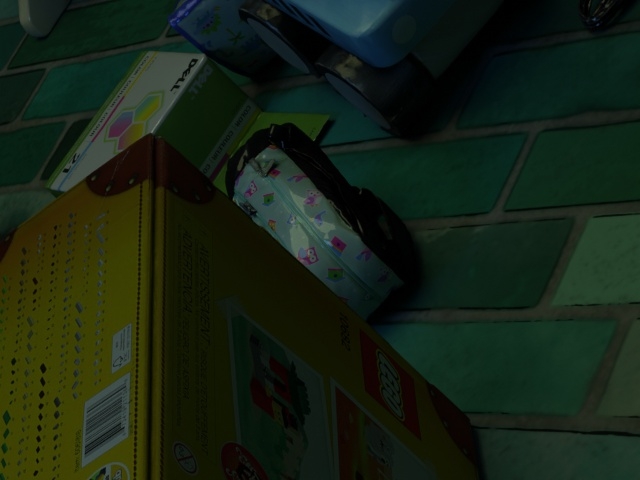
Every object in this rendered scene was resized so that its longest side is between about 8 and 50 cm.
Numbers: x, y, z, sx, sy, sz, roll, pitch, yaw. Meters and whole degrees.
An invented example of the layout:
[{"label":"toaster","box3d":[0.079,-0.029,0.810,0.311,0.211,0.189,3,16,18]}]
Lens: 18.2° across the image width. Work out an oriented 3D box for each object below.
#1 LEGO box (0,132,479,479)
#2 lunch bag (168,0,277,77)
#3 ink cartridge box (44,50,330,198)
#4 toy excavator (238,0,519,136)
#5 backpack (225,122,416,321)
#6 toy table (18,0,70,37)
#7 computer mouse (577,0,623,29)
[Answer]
[{"label":"LEGO box","box3d":[-0.055,0.231,1.276,0.193,0.372,0.500,-33,33,21]},{"label":"lunch bag","box3d":[-0.077,-0.247,2.045,0.129,0.151,0.096,-40,73,14]},{"label":"ink cartridge box","box3d":[-0.134,-0.089,1.998,0.255,0.097,0.189,9,61,55]},{"label":"toy excavator","box3d":[0.021,-0.295,1.721,0.222,0.445,0.433,-49,43,-4]},{"label":"backpack","box3d":[0.000,0.000,1.713,0.115,0.152,0.182,-47,43,10]},{"label":"toy table","box3d":[-0.348,-0.404,2.552,0.252,0.161,0.274,-53,33,-12]},{"label":"computer mouse","box3d":[0.312,-0.278,1.746,0.242,0.041,0.071,-48,48,6]}]
